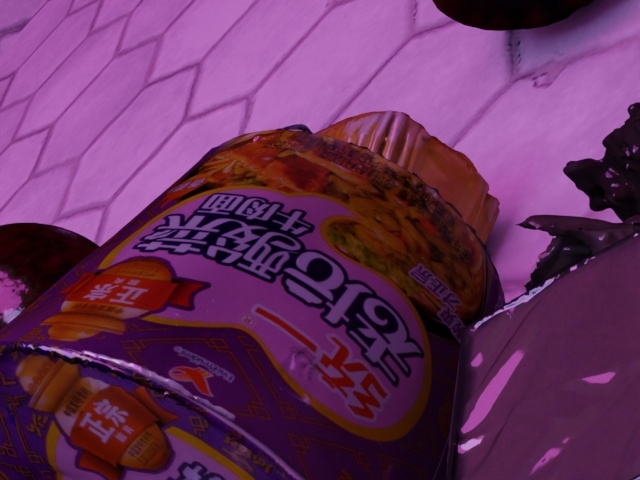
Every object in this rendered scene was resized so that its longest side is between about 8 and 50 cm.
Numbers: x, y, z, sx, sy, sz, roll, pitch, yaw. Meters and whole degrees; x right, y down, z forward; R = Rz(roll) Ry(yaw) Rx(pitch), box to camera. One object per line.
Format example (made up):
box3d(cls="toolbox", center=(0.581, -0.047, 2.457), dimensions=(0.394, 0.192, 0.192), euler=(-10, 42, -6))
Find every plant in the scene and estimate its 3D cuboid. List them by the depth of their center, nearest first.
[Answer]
box3d(cls="plant", center=(0.216, -0.018, 0.848), dimensions=(0.203, 0.142, 0.131), euler=(-32, 2, -17))

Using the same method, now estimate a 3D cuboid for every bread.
box3d(cls="bread", center=(0.000, 0.000, 1.175), dimensions=(0.288, 0.152, 0.119), euler=(-23, 40, 44))

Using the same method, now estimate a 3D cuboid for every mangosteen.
box3d(cls="mangosteen", center=(-0.256, 0.097, 1.416), dimensions=(0.235, 0.235, 0.261), euler=(-33, -15, 29))

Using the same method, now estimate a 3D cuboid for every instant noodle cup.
box3d(cls="instant noodle cup", center=(-0.041, 0.108, 0.919), dimensions=(0.340, 0.340, 0.266), euler=(-22, 23, 44))

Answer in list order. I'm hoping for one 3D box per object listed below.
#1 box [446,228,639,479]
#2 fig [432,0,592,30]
box3d(cls="box", center=(0.198, 0.090, 0.709), dimensions=(0.252, 0.153, 0.188), euler=(-33, 27, 32))
box3d(cls="fig", center=(0.169, -0.293, 1.270), dimensions=(0.224, 0.224, 0.263), euler=(-49, 7, -4))
